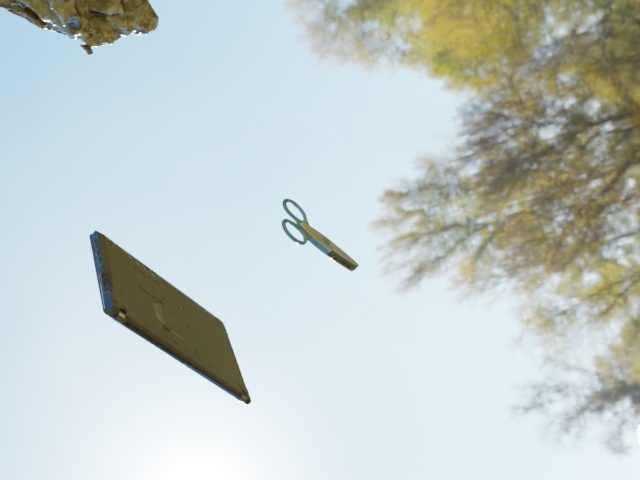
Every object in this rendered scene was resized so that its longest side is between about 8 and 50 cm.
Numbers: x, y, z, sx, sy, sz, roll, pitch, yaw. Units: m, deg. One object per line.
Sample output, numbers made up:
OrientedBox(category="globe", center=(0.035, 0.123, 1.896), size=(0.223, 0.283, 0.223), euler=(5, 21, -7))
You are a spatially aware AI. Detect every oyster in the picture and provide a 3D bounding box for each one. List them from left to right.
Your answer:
OrientedBox(category="oyster", center=(-0.179, -0.179, 0.563), size=(0.177, 0.056, 0.105), euler=(33, -152, -28))

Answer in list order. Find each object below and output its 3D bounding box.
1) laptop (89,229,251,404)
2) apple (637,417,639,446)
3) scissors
OrientedBox(category="laptop", center=(-0.136, 0.071, 0.820), size=(0.180, 0.016, 0.129), euler=(43, -168, -38))
OrientedBox(category="apple", center=(0.524, 0.204, 1.071), size=(0.292, 0.292, 0.254), euler=(-81, -20, -46))
OrientedBox(category="scissors", center=(0.000, 0.000, 0.975), size=(0.119, 0.014, 0.058), euler=(37, -146, -33))
